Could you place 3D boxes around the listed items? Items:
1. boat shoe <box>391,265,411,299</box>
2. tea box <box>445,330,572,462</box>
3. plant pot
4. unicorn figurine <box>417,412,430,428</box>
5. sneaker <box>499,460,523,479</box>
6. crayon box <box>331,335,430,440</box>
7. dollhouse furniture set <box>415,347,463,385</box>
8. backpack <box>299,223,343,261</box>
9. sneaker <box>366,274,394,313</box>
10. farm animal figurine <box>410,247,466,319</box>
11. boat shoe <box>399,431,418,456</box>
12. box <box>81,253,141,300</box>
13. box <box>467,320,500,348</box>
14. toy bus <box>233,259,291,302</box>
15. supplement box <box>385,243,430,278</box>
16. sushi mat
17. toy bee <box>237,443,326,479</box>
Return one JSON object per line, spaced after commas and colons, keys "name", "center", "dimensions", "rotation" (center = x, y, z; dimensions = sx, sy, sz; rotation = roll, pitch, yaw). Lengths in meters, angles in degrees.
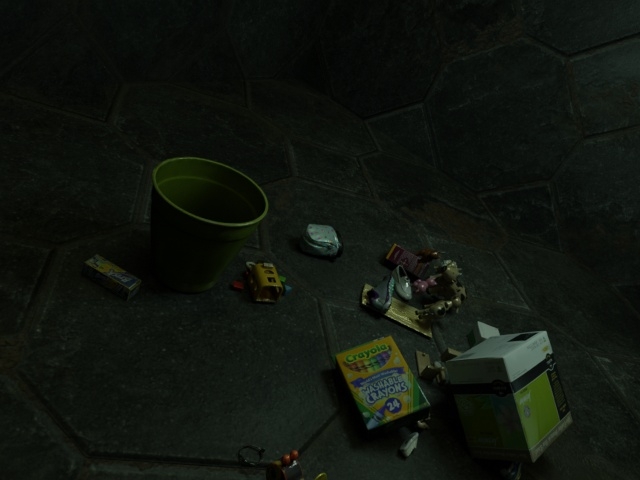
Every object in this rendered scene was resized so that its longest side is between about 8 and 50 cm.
{"name": "boat shoe", "center": [0.361, 0.181, 2.231], "dimensions": [0.066, 0.063, 0.184], "rotation": [17, 32, -16]}
{"name": "tea box", "center": [0.619, 0.498, 1.675], "dimensions": [0.329, 0.220, 0.323], "rotation": [-9, 82, -44]}
{"name": "plant pot", "center": [-0.403, -0.027, 1.693], "dimensions": [0.367, 0.352, 0.366], "rotation": [19, 32, -12]}
{"name": "unicorn figurine", "center": [0.294, 0.529, 1.648], "dimensions": [0.111, 0.060, 0.162], "rotation": [11, 33, -53]}
{"name": "sneaker", "center": [0.612, 0.711, 1.647], "dimensions": [0.059, 0.053, 0.144], "rotation": [32, 31, 13]}
{"name": "crayon box", "center": [0.178, 0.437, 1.621], "dimensions": [0.203, 0.083, 0.322], "rotation": [-17, 45, -11]}
{"name": "dollhouse furniture set", "center": [0.450, 0.423, 1.857], "dimensions": [0.144, 0.151, 0.123], "rotation": [22, 31, -12]}
{"name": "backpack", "center": [0.000, 0.000, 2.182], "dimensions": [0.182, 0.115, 0.151], "rotation": [8, 38, -23]}
{"name": "sneaker", "center": [0.239, 0.197, 2.064], "dimensions": [0.098, 0.083, 0.223], "rotation": [21, 30, -1]}
{"name": "farm animal figurine", "center": [0.520, 0.192, 2.135], "dimensions": [0.327, 0.172, 0.329], "rotation": [33, 53, -47]}
{"name": "boat shoe", "center": [0.274, 0.620, 1.555], "dimensions": [0.100, 0.035, 0.035], "rotation": [-23, 84, -56]}
{"name": "box", "center": [-0.647, 0.115, 1.590], "dimensions": [0.169, 0.054, 0.059], "rotation": [30, 32, 4]}
{"name": "box", "center": [0.675, 0.408, 2.106], "dimensions": [0.102, 0.087, 0.101], "rotation": [22, 31, -8]}
{"name": "toy bus", "center": [-0.204, 0.129, 1.848], "dimensions": [0.202, 0.104, 0.191], "rotation": [32, 31, 8]}
{"name": "supplement box", "center": [0.397, 0.093, 2.340], "dimensions": [0.188, 0.080, 0.104], "rotation": [30, 5, 6]}
{"name": "sushi mat", "center": [0.310, 0.284, 2.084], "dimensions": [0.317, 0.019, 0.151], "rotation": [26, 30, -1]}
{"name": "toy bee", "center": [-0.083, 0.586, 1.213], "dimensions": [0.298, 0.162, 0.195], "rotation": [34, 34, 12]}
